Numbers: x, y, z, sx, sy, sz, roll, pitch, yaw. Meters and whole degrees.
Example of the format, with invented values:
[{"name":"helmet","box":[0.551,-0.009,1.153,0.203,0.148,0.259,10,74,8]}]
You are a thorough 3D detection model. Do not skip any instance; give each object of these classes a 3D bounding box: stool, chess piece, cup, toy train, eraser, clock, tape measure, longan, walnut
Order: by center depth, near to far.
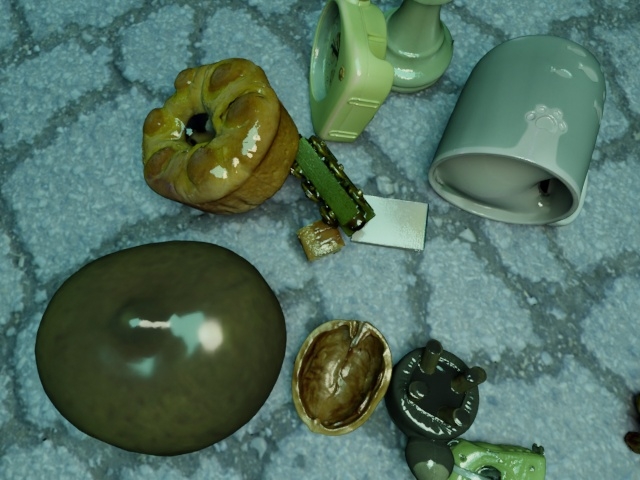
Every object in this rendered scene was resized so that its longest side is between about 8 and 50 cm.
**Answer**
[{"name":"longan","box":[-0.236,0.159,0.683,0.362,0.361,0.360,0,77,0]},{"name":"stool","box":[0.203,0.281,0.732,0.154,0.139,0.227,-8,60,-11]},{"name":"tape measure","box":[0.291,0.424,0.749,0.178,0.087,0.153,8,78,4]},{"name":"walnut","box":[0.037,0.242,0.787,0.167,0.087,0.211,28,83,11]},{"name":"cup","box":[0.411,-0.185,0.824,0.357,0.259,0.274,29,76,-26]},{"name":"toy train","box":[0.020,-0.107,0.829,0.090,0.137,0.225,-38,75,14]},{"name":"chess piece","box":[0.193,-0.444,0.833,0.195,0.299,0.194,0,78,-1]},{"name":"clock","box":[0.050,-0.372,0.857,0.096,0.235,0.307,1,72,-17]},{"name":"eraser","box":[0.142,-0.035,0.882,0.151,0.023,0.103,8,77,2]}]

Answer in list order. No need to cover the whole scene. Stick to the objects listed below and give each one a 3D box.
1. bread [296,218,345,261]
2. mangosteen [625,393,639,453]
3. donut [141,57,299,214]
[{"name":"bread","box":[-0.001,-0.002,0.847,0.083,0.076,0.070,-25,82,-5]},{"name":"mangosteen","box":[0.668,0.334,0.721,0.266,0.228,0.228,-22,75,33]},{"name":"donut","box":[-0.194,-0.185,0.797,0.299,0.150,0.317,-37,56,12]}]
